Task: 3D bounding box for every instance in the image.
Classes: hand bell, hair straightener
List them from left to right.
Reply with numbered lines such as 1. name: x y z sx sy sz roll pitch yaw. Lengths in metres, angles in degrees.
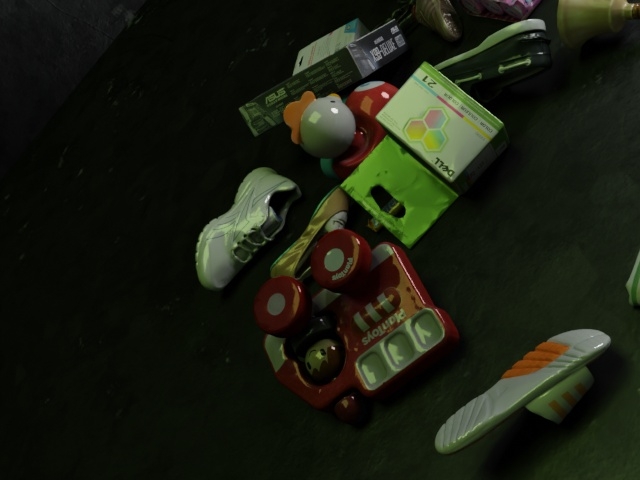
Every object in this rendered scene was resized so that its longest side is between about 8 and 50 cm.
1. hair straightener: 0.190 -0.495 2.030 0.230 0.047 0.089 -46 33 13
2. hand bell: 0.522 -0.369 1.487 0.242 0.126 0.126 12 66 39

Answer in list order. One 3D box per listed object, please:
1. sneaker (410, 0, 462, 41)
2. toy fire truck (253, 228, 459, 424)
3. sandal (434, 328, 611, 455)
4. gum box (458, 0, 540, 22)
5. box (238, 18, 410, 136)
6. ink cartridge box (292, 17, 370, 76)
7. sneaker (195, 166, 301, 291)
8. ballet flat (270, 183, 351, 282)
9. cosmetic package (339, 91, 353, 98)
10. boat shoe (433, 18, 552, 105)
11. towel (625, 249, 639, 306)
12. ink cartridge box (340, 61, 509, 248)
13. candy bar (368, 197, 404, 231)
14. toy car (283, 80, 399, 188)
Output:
1. sneaker: 0.239 -0.464 1.913 0.071 0.066 0.188 -45 42 34
2. toy fire truck: 0.048 0.148 1.468 0.302 0.169 0.254 -39 53 17
3. sandal: 0.271 0.212 1.200 0.265 0.076 0.102 -36 11 1
4. gum box: 0.362 -0.494 1.802 0.107 0.062 0.188 -52 33 -3
5. box: 0.009 -0.343 1.946 0.307 0.076 0.242 -23 11 37
6. ink cartridge box: 0.027 -0.424 2.121 0.181 0.061 0.104 -20 43 36
7. sneaker: -0.152 -0.023 1.901 0.129 0.111 0.297 16 71 48
8. ballet flat: 0.000 0.000 1.747 0.073 0.080 0.232 38 91 29
9. cosmetic package: 0.048 -0.279 1.973 0.115 0.041 0.060 -8 51 45
10. boat shoe: 0.285 -0.291 1.653 0.302 0.114 0.091 -28 70 53
11. towel: 0.555 -0.009 1.130 0.325 0.038 0.248 4 62 49
12. ink cartridge box: 0.169 -0.143 1.577 0.189 0.097 0.255 43 93 21
13. candy bar: 0.148 -0.075 1.680 0.161 0.018 0.040 -44 34 7
14. toy car: 0.039 -0.222 1.722 0.219 0.238 0.210 11 83 54
